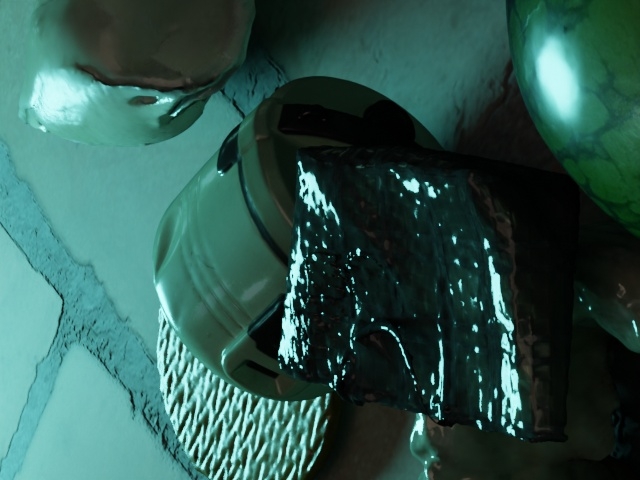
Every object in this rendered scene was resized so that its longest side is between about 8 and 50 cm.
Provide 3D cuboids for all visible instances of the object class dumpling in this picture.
[{"bbox_3d":[-0.173,-0.217,1.351,0.341,0.181,0.260,155,127,-75],"label":"dumpling"}]

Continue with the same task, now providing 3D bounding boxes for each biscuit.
[{"bbox_3d":[-0.068,0.120,1.372,0.262,0.037,0.262,10,103,45],"label":"biscuit"}]

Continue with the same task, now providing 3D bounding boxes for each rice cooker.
[{"bbox_3d":[0.000,0.000,1.154,0.244,0.226,0.226,-44,65,37],"label":"rice cooker"}]

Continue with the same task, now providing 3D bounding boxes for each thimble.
[{"bbox_3d":[0.207,0.129,0.969,0.291,0.195,0.291,5,96,46],"label":"thimble"}]

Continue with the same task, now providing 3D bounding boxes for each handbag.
[{"bbox_3d":[0.062,0.029,0.926,0.270,0.088,0.175,11,96,52],"label":"handbag"}]

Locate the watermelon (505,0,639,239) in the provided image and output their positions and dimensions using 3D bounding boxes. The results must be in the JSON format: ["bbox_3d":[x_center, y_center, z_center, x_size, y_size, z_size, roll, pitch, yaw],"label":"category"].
[{"bbox_3d":[0.273,-0.137,0.760,0.363,0.363,0.363,9,103,45],"label":"watermelon"}]
